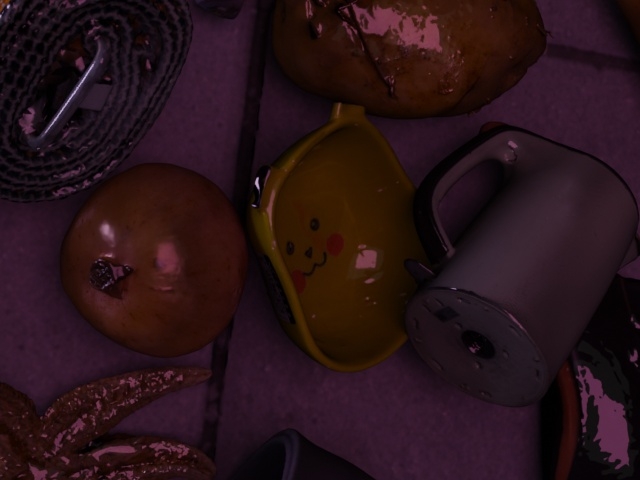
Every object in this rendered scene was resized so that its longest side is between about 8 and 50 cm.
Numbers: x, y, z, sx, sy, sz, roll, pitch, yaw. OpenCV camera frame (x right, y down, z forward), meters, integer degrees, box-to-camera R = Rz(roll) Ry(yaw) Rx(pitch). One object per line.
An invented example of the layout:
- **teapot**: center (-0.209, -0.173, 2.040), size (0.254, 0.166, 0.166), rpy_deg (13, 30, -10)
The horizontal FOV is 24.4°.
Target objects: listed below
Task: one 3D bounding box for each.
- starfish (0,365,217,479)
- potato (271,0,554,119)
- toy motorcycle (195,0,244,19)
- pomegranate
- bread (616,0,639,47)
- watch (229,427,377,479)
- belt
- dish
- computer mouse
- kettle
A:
- **starfish**: center (-0.271, 0.227, 1.455), size (0.375, 0.094, 0.327), rpy_deg (-47, 120, -15)
- **potato**: center (0.098, -0.211, 1.543), size (0.300, 0.140, 0.173), rpy_deg (3, 93, -21)
- **toy motorcycle**: center (-0.065, -0.308, 1.531), size (0.215, 0.080, 0.122), rpy_deg (-27, 97, -20)
- **pomegranate**: center (-0.158, 0.021, 1.444), size (0.191, 0.191, 0.191), rpy_deg (0, 90, -16)
- **bread**: center (0.406, -0.257, 1.662), size (0.142, 0.091, 0.305), rpy_deg (-30, 98, -22)
- **watch**: center (-0.058, 0.360, 1.438), size (0.314, 0.335, 0.327), rpy_deg (33, 62, -8)
- **belt**: center (-0.238, -0.175, 1.379), size (0.295, 0.160, 0.207), rpy_deg (-49, 136, 12)
- **dish**: center (0.000, 0.000, 1.504), size (0.221, 0.108, 0.262), rpy_deg (-47, 123, -34)
- **computer mouse**: center (0.332, 0.198, 1.627), size (0.183, 0.116, 0.323), rpy_deg (-1, 89, -21)
- **kettle**: center (0.201, 0.008, 1.537), size (0.240, 0.165, 0.255), rpy_deg (44, 59, -7)
